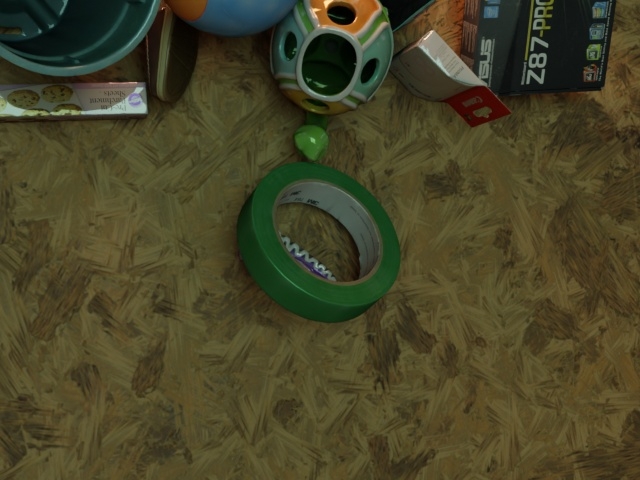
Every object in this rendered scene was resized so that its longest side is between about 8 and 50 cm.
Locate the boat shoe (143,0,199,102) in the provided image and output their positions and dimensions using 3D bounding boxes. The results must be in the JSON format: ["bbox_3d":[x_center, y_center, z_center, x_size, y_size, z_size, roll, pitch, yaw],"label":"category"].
[{"bbox_3d":[-0.314,-0.434,1.619,0.123,0.123,0.342,2,88,16],"label":"boat shoe"}]

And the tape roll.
[{"bbox_3d":[0.000,0.000,1.612,0.321,0.077,0.321,18,51,-23],"label":"tape roll"}]

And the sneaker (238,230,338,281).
[{"bbox_3d":[-0.068,0.055,1.672,0.236,0.095,0.104,36,86,-6],"label":"sneaker"}]

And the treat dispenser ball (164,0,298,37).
[{"bbox_3d":[-0.158,-0.503,1.466,0.288,0.288,0.288,1,88,-15],"label":"treat dispenser ball"}]

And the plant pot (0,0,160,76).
[{"bbox_3d":[-0.487,-0.458,1.411,0.341,0.334,0.341,-9,107,-32],"label":"plant pot"}]

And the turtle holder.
[{"bbox_3d":[-0.001,-0.339,1.611,0.243,0.227,0.320,38,112,-16],"label":"turtle holder"}]

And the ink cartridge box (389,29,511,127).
[{"bbox_3d":[0.257,-0.312,1.717,0.066,0.189,0.232,-44,100,-12],"label":"ink cartridge box"}]

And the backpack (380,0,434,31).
[{"bbox_3d":[0.166,-0.532,1.703,0.166,0.188,0.144,54,32,-6],"label":"backpack"}]

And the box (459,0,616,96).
[{"bbox_3d":[0.460,-0.508,1.751,0.318,0.097,0.394,-4,114,-13],"label":"box"}]

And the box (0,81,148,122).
[{"bbox_3d":[-0.492,-0.260,1.577,0.324,0.063,0.067,-3,90,-15],"label":"box"}]
